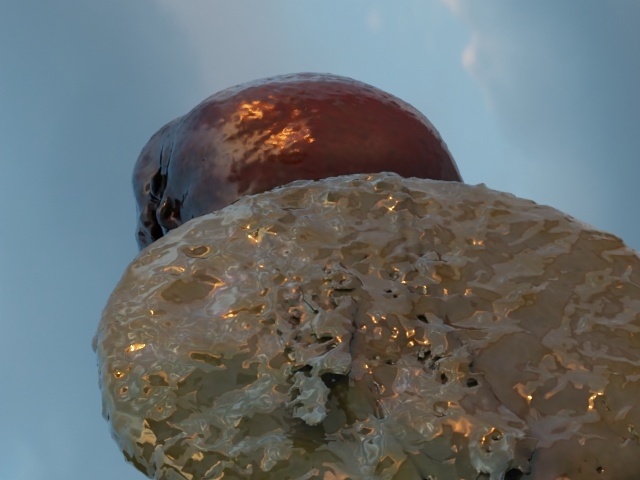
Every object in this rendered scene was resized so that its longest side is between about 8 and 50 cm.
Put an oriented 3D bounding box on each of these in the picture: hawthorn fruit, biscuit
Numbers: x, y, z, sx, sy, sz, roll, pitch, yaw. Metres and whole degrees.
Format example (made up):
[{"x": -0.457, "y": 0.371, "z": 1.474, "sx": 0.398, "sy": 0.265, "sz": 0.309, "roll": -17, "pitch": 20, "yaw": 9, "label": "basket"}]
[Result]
[{"x": 0.000, "y": 0.000, "z": 0.668, "sx": 0.188, "sy": 0.169, "sz": 0.169, "roll": 5, "pitch": -99, "yaw": -27, "label": "hawthorn fruit"}, {"x": 0.029, "y": 0.034, "z": 0.458, "sx": 0.220, "sy": 0.219, "sz": 0.033, "roll": -42, "pitch": -36, "yaw": -49, "label": "biscuit"}]
